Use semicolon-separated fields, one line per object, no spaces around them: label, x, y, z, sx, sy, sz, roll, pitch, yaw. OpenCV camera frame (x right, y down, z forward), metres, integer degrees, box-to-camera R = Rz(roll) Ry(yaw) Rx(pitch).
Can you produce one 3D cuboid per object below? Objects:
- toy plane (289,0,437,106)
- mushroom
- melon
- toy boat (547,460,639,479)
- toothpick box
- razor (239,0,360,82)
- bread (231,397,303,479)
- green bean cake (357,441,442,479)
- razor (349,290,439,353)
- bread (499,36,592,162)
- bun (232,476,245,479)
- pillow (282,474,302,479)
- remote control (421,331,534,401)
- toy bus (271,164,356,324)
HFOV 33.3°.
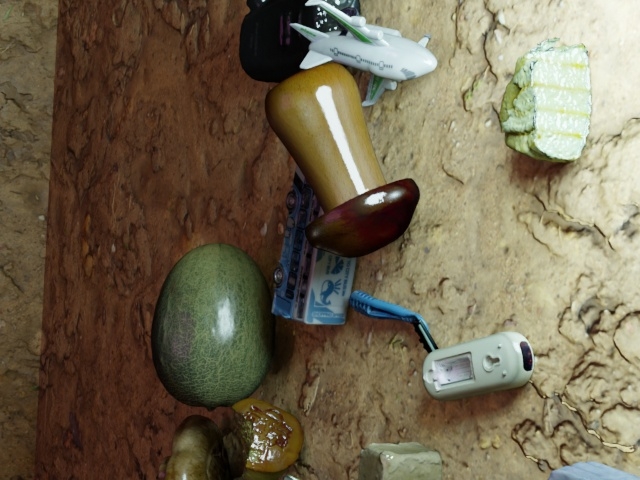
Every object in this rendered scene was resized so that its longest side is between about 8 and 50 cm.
toy plane;0.079;-0.308;1.722;0.255;0.251;0.101;11;63;33
mushroom;-0.261;0.493;2.200;0.278;0.146;0.278;4;-90;-83
melon;-0.208;0.168;2.084;0.249;0.249;0.329;-16;67;59
toy boat;0.312;0.410;1.276;0.127;0.078;0.282;8;87;51
toothpick box;0.032;-0.120;1.679;0.192;0.192;0.294;-31;81;56
razor;-0.037;-0.384;1.965;0.327;0.107;0.189;7;94;60
bread;-0.097;0.370;1.989;0.086;0.125;0.156;113;147;-46
green bean cake;0.116;0.398;1.616;0.085;0.109;0.179;8;95;60
razor;0.117;0.122;1.714;0.082;0.042;0.253;58;163;-24
bread;0.287;-0.177;1.392;0.110;0.103;0.156;172;105;-72
bun;-0.148;0.550;2.068;0.195;0.118;0.195;-12;76;63
pillow;0.015;0.493;1.721;0.052;0.208;0.212;-58;-15;-70
remote control;0.217;0.181;1.522;0.221;0.042;0.078;-26;67;56
toy bus;0.000;0.000;1.870;0.131;0.106;0.297;21;104;56
